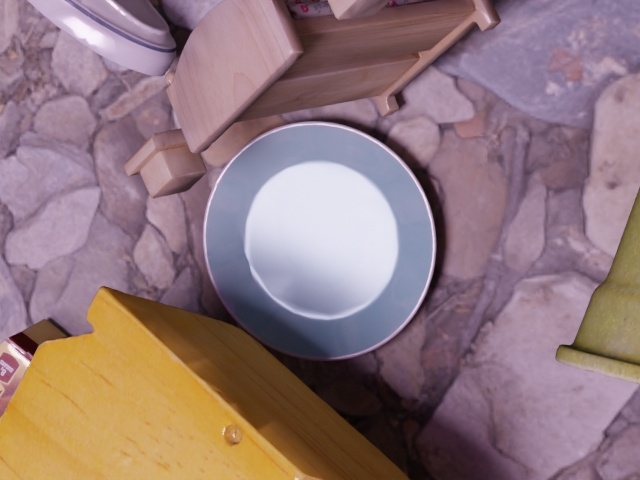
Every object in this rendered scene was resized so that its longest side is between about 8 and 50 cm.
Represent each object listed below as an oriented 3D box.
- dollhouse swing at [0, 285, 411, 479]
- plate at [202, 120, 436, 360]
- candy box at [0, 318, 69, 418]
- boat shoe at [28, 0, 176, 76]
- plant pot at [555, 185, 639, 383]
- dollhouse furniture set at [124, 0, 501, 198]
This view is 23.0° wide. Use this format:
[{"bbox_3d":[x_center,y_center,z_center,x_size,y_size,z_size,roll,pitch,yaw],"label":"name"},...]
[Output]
[{"bbox_3d":[-0.062,0.257,1.201,0.315,0.305,0.347,39,109,32],"label":"dollhouse swing"},{"bbox_3d":[0.000,0.000,1.223,0.188,0.024,0.188,3,100,16],"label":"plate"},{"bbox_3d":[-0.255,0.245,1.297,0.183,0.087,0.316,37,105,6],"label":"candy box"},{"bbox_3d":[-0.200,-0.233,1.206,0.258,0.095,0.084,42,111,5],"label":"boat shoe"},{"bbox_3d":[0.313,-0.018,1.028,0.276,0.276,0.254,11,90,14],"label":"plant pot"},{"bbox_3d":[0.041,-0.204,1.114,0.355,0.303,0.174,-38,72,46],"label":"dollhouse furniture set"}]
